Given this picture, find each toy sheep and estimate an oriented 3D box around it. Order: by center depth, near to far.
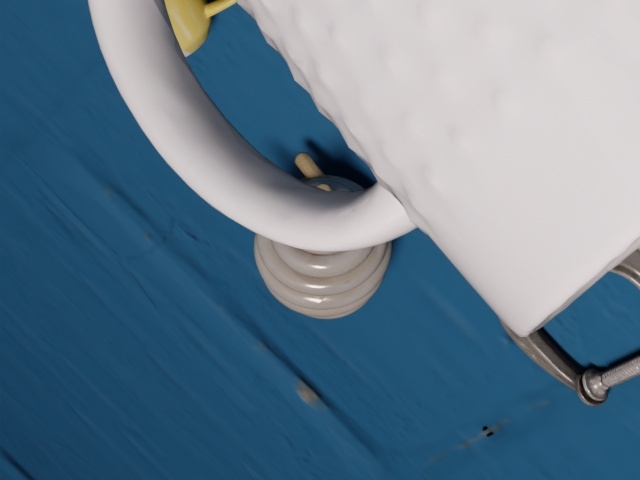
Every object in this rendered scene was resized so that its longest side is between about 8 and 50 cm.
[{"bbox_3d":[0.000,0.000,1.096,0.091,0.091,0.132,29,162,17],"label":"toy sheep"}]

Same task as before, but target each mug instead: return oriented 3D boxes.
[{"bbox_3d":[0.044,-0.148,0.698,0.328,0.276,0.374,50,127,7],"label":"mug"},{"bbox_3d":[-0.089,-0.136,1.058,0.078,0.062,0.064,10,143,46],"label":"mug"}]

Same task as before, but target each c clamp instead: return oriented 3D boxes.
[{"bbox_3d":[0.173,0.055,1.042,0.137,0.022,0.161,49,144,-11],"label":"c clamp"}]
